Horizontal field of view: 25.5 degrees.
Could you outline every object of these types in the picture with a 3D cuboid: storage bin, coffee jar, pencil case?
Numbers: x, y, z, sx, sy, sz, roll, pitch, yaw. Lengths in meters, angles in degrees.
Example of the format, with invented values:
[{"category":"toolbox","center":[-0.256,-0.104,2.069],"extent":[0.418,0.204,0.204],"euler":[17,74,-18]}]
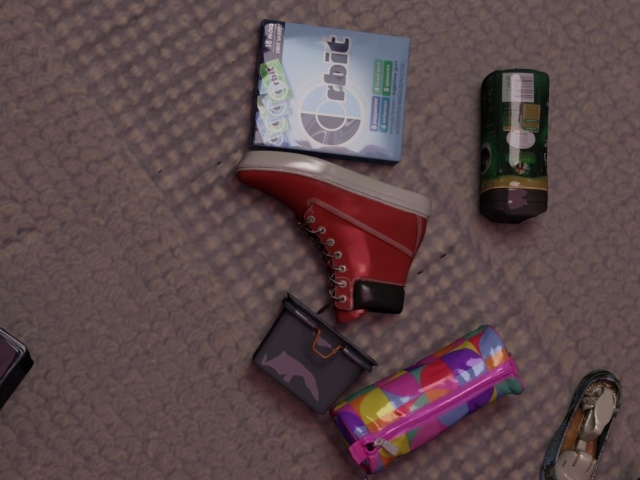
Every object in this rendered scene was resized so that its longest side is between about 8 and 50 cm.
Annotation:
[{"category":"storage bin","center":[-0.012,0.139,1.672],"extent":[0.135,0.098,0.091],"euler":[37,89,-4]},{"category":"coffee jar","center":[0.238,-0.113,1.737],"extent":[0.079,0.096,0.184],"euler":[3,84,-7]},{"category":"pencil case","center":[0.126,0.192,1.684],"extent":[0.236,0.104,0.104],"euler":[-29,90,-13]}]

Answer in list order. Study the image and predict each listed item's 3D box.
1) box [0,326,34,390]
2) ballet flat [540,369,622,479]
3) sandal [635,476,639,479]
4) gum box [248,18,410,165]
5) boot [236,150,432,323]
[{"category":"box","center":[-0.470,0.116,1.433],"extent":[0.293,0.395,0.212],"euler":[37,78,-5]},{"category":"ballet flat","center":[0.320,0.246,1.729],"extent":[0.070,0.070,0.188],"euler":[20,81,-7]},{"category":"sandal","center":[0.401,0.403,1.693],"extent":[0.097,0.054,0.255],"euler":[-7,108,4]},{"category":"gum box","center":[0.011,-0.180,1.732],"extent":[0.184,0.041,0.157],"euler":[6,83,-10]},{"category":"boot","center":[0.000,0.000,1.690],"extent":[0.244,0.088,0.176],"euler":[18,83,-11]}]
